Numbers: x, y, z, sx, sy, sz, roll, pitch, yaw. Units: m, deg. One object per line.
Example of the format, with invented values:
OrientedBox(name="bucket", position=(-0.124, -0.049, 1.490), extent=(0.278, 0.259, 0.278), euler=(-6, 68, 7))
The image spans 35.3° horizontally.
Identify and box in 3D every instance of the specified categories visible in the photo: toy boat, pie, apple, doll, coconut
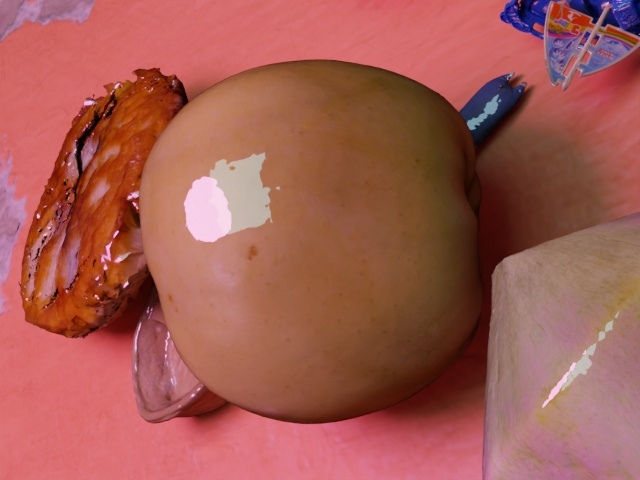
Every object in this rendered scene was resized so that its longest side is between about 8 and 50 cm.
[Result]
OrientedBox(name="toy boat", position=(0.197, -0.156, 0.731), extent=(0.175, 0.091, 0.110), euler=(13, 64, 45))
OrientedBox(name="pie", position=(-0.206, -0.028, 0.970), extent=(0.308, 0.085, 0.308), euler=(-38, 42, 44))
OrientedBox(name="apple", position=(0.000, 0.000, 0.730), extent=(0.262, 0.262, 0.262), euler=(-16, 63, 34))
OrientedBox(name="toy boat", position=(-0.103, 0.077, 0.897), extent=(0.116, 0.061, 0.188), euler=(17, 83, 40))
OrientedBox(name="doll", position=(0.117, -0.086, 0.812), extent=(0.125, 0.027, 0.037), euler=(-45, 51, 12))
OrientedBox(name="coconut", position=(0.191, 0.087, 0.568), extent=(0.236, 0.236, 0.204), euler=(13, 40, 41))
